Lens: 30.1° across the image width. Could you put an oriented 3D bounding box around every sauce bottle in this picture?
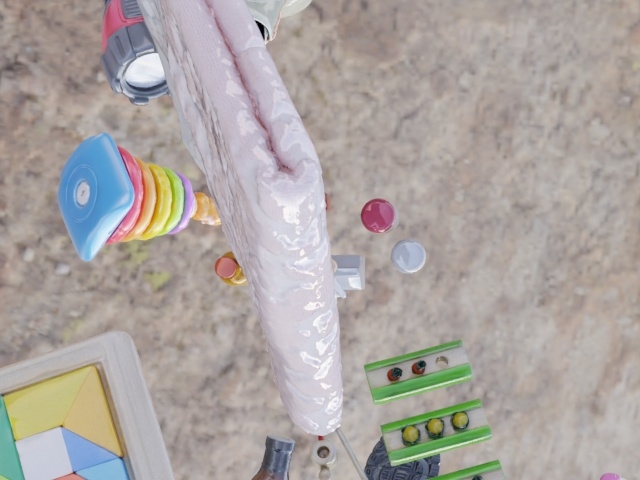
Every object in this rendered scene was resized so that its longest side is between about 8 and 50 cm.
[{"bbox_3d":[-0.047,0.233,1.026,0.042,0.042,0.128,13,91,-48],"label":"sauce bottle"}]

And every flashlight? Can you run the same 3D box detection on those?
[{"bbox_3d":[-0.249,-0.305,1.474,0.103,0.304,0.103,-39,143,20],"label":"flashlight"}]

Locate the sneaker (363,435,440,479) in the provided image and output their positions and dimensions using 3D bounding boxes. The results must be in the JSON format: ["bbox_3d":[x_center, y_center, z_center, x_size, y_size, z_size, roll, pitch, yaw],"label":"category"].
[{"bbox_3d":[0.096,0.402,1.748,0.130,0.109,0.286,102,8,-70],"label":"sneaker"}]

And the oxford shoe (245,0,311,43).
[{"bbox_3d":[-0.126,-0.387,2.068,0.397,0.146,0.140,-26,162,-49],"label":"oxford shoe"}]

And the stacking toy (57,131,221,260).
[{"bbox_3d":[-0.272,-0.065,1.995,0.301,0.166,0.175,6,137,-43],"label":"stacking toy"}]

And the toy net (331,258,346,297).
[{"bbox_3d":[-0.031,0.002,1.200,0.045,0.122,0.232,-38,155,-8],"label":"toy net"}]

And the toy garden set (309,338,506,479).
[{"bbox_3d":[0.078,0.231,1.193,0.049,0.203,0.244,76,-1,-64],"label":"toy garden set"}]

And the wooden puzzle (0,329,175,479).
[{"bbox_3d":[-0.290,0.230,1.274,0.238,0.044,0.221,-17,75,-7],"label":"wooden puzzle"}]

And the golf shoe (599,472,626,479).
[{"bbox_3d":[0.378,0.439,1.449,0.115,0.140,0.306,68,27,-64],"label":"golf shoe"}]

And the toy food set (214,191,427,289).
[{"bbox_3d":[0.000,0.000,1.328,0.104,0.232,0.111,9,81,-81],"label":"toy food set"}]

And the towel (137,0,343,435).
[{"bbox_3d":[-0.061,-0.060,0.831,0.053,0.317,0.332,-20,149,-7],"label":"towel"}]
